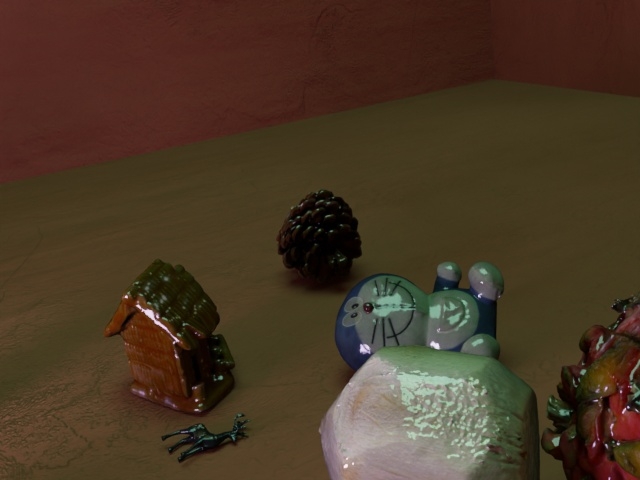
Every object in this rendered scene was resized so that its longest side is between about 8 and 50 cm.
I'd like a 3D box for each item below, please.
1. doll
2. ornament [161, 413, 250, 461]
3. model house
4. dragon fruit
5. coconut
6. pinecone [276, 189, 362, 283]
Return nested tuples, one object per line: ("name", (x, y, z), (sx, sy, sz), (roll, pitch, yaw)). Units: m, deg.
("doll", (0.153, 0.135, 1.421), (0.258, 0.154, 0.228), (6, 57, 4))
("ornament", (-0.161, 0.283, 1.313), (0.125, 0.028, 0.073), (-20, 23, -28))
("model house", (-0.239, 0.137, 1.469), (0.220, 0.229, 0.199), (5, 28, 28))
("dragon fruit", (0.396, 0.218, 1.006), (0.263, 0.296, 0.314), (-36, 8, 28))
("coconut", (0.116, 0.241, 1.014), (0.247, 0.245, 0.245), (-1, 20, 19))
("pinecone", (-0.002, 0.000, 1.864), (0.169, 0.185, 0.212), (4, 33, -11))
